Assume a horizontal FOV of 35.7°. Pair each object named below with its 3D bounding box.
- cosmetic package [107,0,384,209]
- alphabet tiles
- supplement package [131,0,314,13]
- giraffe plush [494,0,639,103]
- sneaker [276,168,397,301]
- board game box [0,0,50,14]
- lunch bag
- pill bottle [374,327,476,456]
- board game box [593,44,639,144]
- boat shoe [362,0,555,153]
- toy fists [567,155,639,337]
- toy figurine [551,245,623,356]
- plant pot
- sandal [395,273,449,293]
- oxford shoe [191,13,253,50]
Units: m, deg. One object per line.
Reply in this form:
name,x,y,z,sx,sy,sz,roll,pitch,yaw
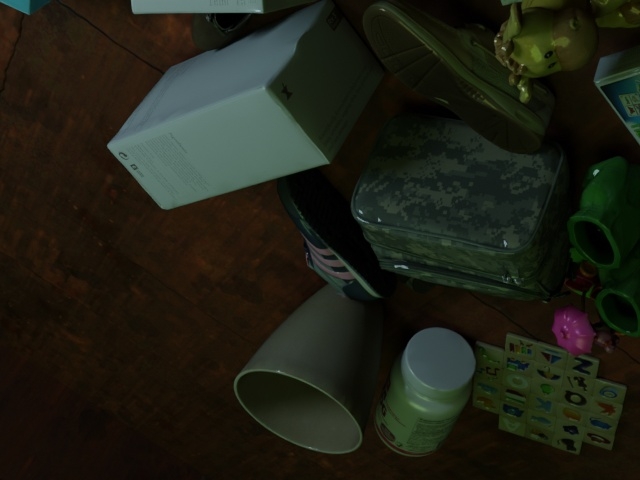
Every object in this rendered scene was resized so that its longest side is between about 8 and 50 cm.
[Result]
cosmetic package,-0.118,-0.197,1.506,0.385,0.217,0.156,-9,130,45
alphabet tiles,0.434,0.301,1.921,0.285,0.011,0.342,15,143,19
supplement package,-0.126,-0.392,1.260,0.203,0.149,0.194,7,111,29
giraffe plush,0.277,-0.264,1.173,0.210,0.170,0.181,-18,124,47
sneaker,0.000,0.000,1.758,0.131,0.112,0.319,-13,127,41
board game box,-0.492,-0.524,1.410,0.254,0.079,0.336,25,132,7
lunch bag,0.227,-0.028,1.493,0.305,0.212,0.256,12,158,24
pill bottle,0.205,0.296,1.945,0.160,0.160,0.283,24,144,8
board game box,0.507,-0.138,1.250,0.193,0.053,0.305,-13,133,44
boat shoe,0.189,-0.236,1.323,0.302,0.098,0.109,33,161,-17
toy fists,0.436,0.004,1.432,0.096,0.142,0.279,13,144,45
toy figurine,0.431,0.117,1.558,0.173,0.159,0.130,28,146,0
plant pot,0.011,0.217,1.882,0.257,0.274,0.256,19,143,14
sandal,0.202,0.042,1.722,0.090,0.060,0.219,40,159,-4
oxford shoe,-0.143,-0.336,1.449,0.083,0.096,0.227,35,147,-11
